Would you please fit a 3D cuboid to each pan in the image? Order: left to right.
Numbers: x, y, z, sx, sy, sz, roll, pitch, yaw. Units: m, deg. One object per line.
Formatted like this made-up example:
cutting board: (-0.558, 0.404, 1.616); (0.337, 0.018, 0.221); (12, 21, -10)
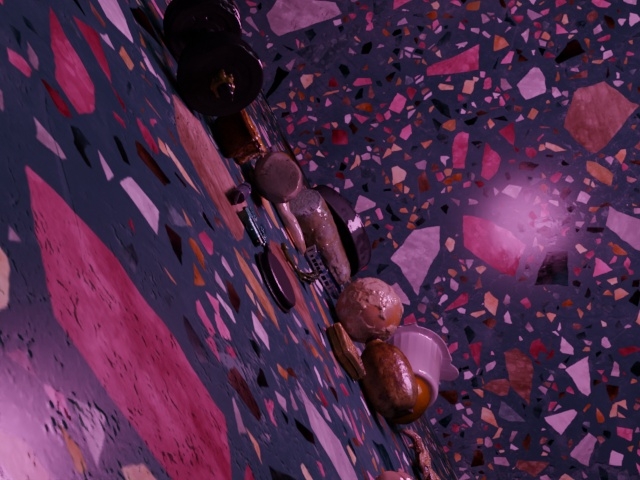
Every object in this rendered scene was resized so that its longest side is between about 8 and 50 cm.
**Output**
pan: (-0.093, 0.058, 1.551); (0.136, 0.028, 0.235); (61, 5, -27)

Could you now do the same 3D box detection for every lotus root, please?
lotus root: (0.180, 0.369, 2.050); (0.128, 0.145, 0.260); (67, 2, -53)

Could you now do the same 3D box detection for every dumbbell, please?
dumbbell: (-0.243, -0.423, 1.662); (0.185, 0.185, 0.388); (58, 7, -46)

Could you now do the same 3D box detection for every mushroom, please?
mushroom: (-0.115, -0.170, 1.968); (0.128, 0.128, 0.350); (62, 3, -15)
mushroom: (-0.085, -0.055, 2.143); (0.059, 0.055, 0.202); (-73, 140, -85)

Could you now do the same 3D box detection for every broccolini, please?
broccolini: (-0.053, 0.066, 1.886); (0.194, 0.054, 0.052); (52, 30, -55)

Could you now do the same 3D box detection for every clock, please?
clock: (0.045, -0.032, 2.460); (0.325, 0.067, 0.325); (46, -25, 29)

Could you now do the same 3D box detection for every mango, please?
mango: (0.262, 0.484, 2.257); (0.120, 0.151, 0.221); (43, -2, 28)

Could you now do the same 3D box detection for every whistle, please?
whistle: (-0.169, -0.101, 1.595); (0.033, 0.033, 0.176); (62, 4, -9)

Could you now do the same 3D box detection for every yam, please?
yam: (0.000, 0.000, 2.337); (0.133, 0.133, 0.330); (-104, 170, -69)

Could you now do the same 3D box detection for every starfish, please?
starfish: (0.310, 0.673, 2.277); (0.238, 0.071, 0.215); (-141, -151, -86)

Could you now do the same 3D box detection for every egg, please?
egg: (0.144, 0.212, 2.237); (0.203, 0.204, 0.245); (63, -1, 7)

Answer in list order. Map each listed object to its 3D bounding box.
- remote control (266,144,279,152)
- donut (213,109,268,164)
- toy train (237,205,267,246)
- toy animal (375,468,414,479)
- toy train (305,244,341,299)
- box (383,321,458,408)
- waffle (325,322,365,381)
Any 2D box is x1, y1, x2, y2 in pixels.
remote control: (-0.146, -0.240, 2.385); (0.029, 0.065, 0.166); (55, 10, -53)
donut: (-0.198, -0.254, 1.811); (0.141, 0.085, 0.217); (63, 4, 7)
toy train: (-0.139, -0.028, 1.549); (0.092, 0.029, 0.045); (64, 12, -4)
toy animal: (0.152, 0.492, 1.475); (0.150, 0.089, 0.083); (31, 34, -64)
toy train: (0.014, 0.107, 2.302); (0.043, 0.047, 0.207); (-102, 165, -59)
box: (0.310, 0.449, 2.439); (0.291, 0.262, 0.206); (28, 28, -4)
waffle: (0.066, 0.286, 1.915); (0.148, 0.042, 0.102); (59, 7, -46)
